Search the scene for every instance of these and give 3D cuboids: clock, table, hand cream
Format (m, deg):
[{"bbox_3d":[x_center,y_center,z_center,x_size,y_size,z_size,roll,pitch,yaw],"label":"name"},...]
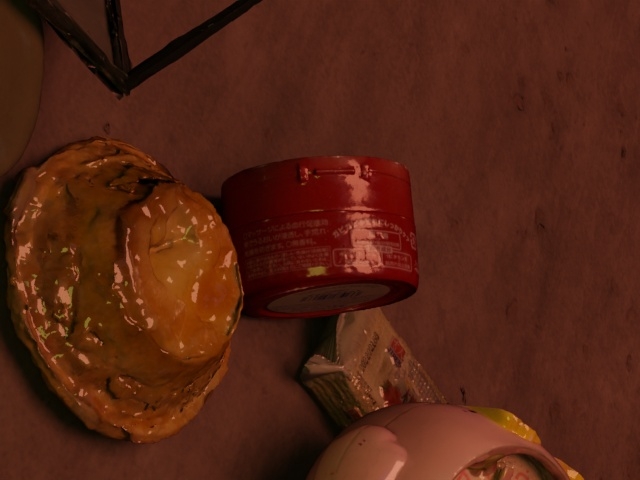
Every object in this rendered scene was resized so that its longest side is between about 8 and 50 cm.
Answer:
[{"bbox_3d":[0.100,0.381,2.044,0.368,0.250,0.376,44,64,-32],"label":"clock"},{"bbox_3d":[-0.169,-0.368,1.793,0.222,0.272,0.335,48,17,-36],"label":"table"},{"bbox_3d":[0.000,0.000,2.060,0.230,0.230,0.149,13,65,-52],"label":"hand cream"}]

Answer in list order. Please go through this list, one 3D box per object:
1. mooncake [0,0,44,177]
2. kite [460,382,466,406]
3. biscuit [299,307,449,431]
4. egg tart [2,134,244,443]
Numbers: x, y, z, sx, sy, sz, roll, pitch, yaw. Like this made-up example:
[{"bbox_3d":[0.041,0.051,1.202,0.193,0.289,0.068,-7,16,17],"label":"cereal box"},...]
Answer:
[{"bbox_3d":[-0.380,-0.158,1.664,0.275,0.135,0.275,15,71,-50],"label":"mooncake"},{"bbox_3d":[0.176,0.306,2.298,0.152,0.015,0.285,-67,157,-43],"label":"kite"},{"bbox_3d":[0.082,0.198,2.237,0.309,0.079,0.186,56,42,-25],"label":"biscuit"},{"bbox_3d":[-0.183,0.046,1.878,0.341,0.129,0.341,18,66,-49],"label":"egg tart"}]
